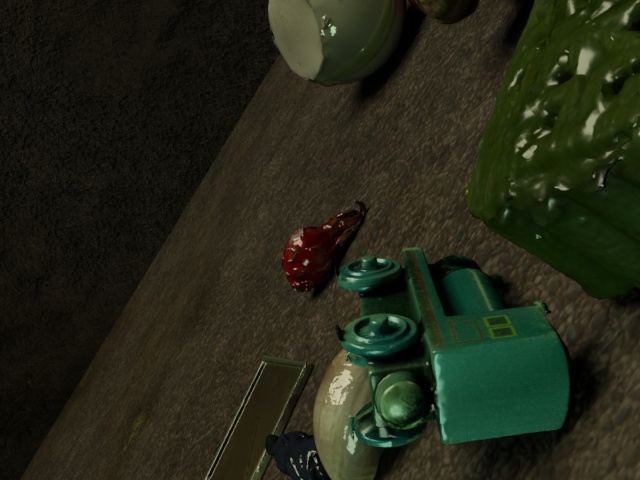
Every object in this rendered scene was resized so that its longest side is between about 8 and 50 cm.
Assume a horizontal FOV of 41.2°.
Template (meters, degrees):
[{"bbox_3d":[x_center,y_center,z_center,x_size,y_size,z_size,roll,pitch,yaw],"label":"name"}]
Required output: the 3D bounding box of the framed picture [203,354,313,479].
[{"bbox_3d":[-0.115,0.320,1.353,0.289,0.016,0.213,-64,18,-15],"label":"framed picture"}]

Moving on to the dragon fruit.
[{"bbox_3d":[0.000,0.000,1.444,0.190,0.094,0.094,-54,17,4],"label":"dragon fruit"}]

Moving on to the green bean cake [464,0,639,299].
[{"bbox_3d":[0.274,-0.135,0.662,0.319,0.218,0.335,-28,34,61],"label":"green bean cake"}]

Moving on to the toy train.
[{"bbox_3d":[0.114,0.090,0.831,0.298,0.194,0.120,-91,-8,-72],"label":"toy train"}]

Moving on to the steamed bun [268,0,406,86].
[{"bbox_3d":[0.062,-0.487,1.797,0.309,0.309,0.309,-52,19,25],"label":"steamed bun"}]

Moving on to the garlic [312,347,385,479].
[{"bbox_3d":[0.045,0.189,0.963,0.087,0.101,0.196,9,76,42],"label":"garlic"}]

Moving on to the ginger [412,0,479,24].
[{"bbox_3d":[0.298,-0.463,1.213,0.375,0.176,0.256,-33,7,35],"label":"ginger"}]

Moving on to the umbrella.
[{"bbox_3d":[-0.025,0.283,1.107,0.071,0.071,0.248,-65,11,-17],"label":"umbrella"}]

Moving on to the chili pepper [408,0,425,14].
[{"bbox_3d":[0.223,-0.527,1.716,0.123,0.070,0.073,-51,2,34],"label":"chili pepper"}]
